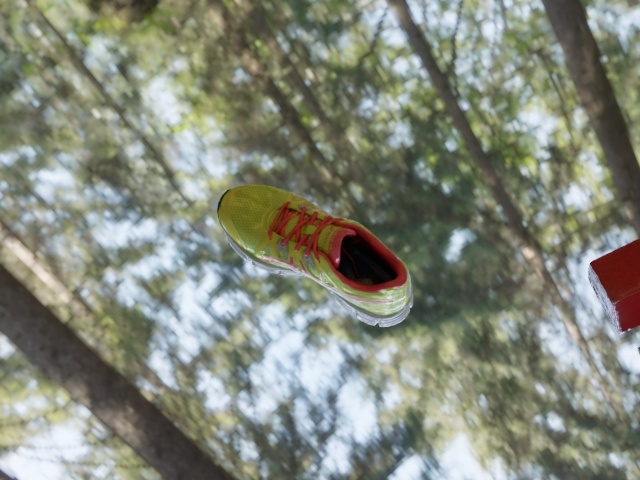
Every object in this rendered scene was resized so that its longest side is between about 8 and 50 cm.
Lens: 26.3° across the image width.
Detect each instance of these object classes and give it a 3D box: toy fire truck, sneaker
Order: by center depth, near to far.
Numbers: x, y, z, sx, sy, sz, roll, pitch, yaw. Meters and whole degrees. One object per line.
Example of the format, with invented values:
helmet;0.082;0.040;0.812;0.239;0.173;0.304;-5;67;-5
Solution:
toy fire truck;0.189;0.086;0.684;0.047;0.192;0.135;-26;-118;2
sneaker;0.000;0.000;1.280;0.208;0.094;0.081;27;-108;4
